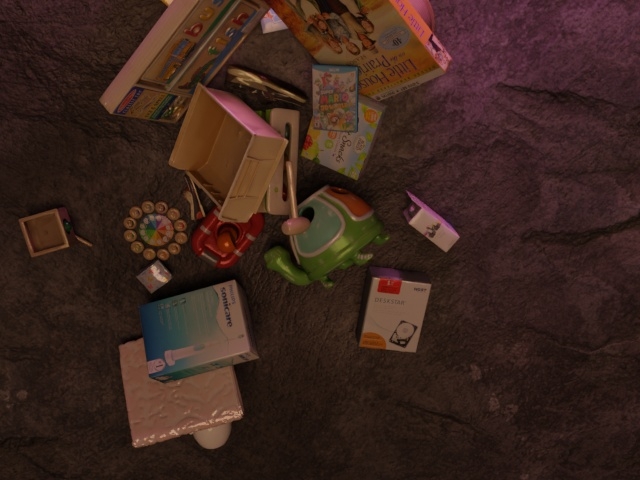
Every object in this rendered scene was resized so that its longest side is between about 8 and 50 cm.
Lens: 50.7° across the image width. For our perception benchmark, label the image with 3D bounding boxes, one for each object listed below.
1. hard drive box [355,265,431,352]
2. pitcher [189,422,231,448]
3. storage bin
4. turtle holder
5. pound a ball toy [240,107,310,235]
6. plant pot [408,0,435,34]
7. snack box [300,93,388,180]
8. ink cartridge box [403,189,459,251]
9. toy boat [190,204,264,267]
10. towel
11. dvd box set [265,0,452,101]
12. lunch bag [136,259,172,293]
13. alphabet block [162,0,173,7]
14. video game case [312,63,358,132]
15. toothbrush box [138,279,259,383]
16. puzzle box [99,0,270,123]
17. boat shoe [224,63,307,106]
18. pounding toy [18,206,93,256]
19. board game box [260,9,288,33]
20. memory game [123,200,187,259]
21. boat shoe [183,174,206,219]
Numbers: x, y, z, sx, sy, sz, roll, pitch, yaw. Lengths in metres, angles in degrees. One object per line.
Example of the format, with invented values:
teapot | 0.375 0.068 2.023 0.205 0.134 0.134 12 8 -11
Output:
hard drive box | 0.214 0.206 2.020 0.181 0.089 0.232 6 110 -6
pitcher | -0.363 0.541 2.079 0.177 0.125 0.207 -18 113 -36
storage bin | -0.244 -0.218 1.723 0.123 0.262 0.260 -1 127 -47
turtle holder | 0.014 -0.011 1.874 0.227 0.243 0.320 53 140 -3
pound a ball toy | -0.095 -0.179 1.761 0.135 0.208 0.319 -3 96 -46
plant pot | 0.182 -0.542 1.723 0.237 0.110 0.237 -1 110 -3
snack box | 0.061 -0.289 1.783 0.174 0.070 0.207 26 125 9
ink cartridge box | 0.299 -0.056 1.916 0.181 0.104 0.061 37 104 -15
toy boat | -0.255 -0.014 1.873 0.151 0.151 0.231 35 105 -18
towel | -0.415 0.412 1.989 0.332 0.053 0.317 -17 70 2
dvd box set | 0.074 -0.521 1.619 0.307 0.062 0.420 -10 133 49
lunch bag | -0.478 0.101 1.960 0.083 0.053 0.071 -34 107 20
alphabet block | -0.322 -0.664 1.603 0.192 0.193 0.197 40 104 -14
video game case | 0.037 -0.359 1.706 0.119 0.015 0.166 8 116 18
toothbrush box | -0.347 0.262 1.935 0.295 0.126 0.216 -17 69 3
puzzle box | -0.319 -0.455 1.627 0.409 0.272 0.052 -46 77 19
boat shoe | -0.146 -0.395 1.781 0.223 0.080 0.073 22 114 -5
pounding toy | -0.736 -0.020 1.887 0.141 0.100 0.130 -16 97 0
board game box | -0.059 -0.627 1.714 0.211 0.039 0.160 -11 112 2
memory game | -0.471 -0.027 1.933 0.186 0.012 0.186 -1 110 -3
boat shoe | -0.359 -0.121 1.885 0.043 0.049 0.137 -15 117 -1
